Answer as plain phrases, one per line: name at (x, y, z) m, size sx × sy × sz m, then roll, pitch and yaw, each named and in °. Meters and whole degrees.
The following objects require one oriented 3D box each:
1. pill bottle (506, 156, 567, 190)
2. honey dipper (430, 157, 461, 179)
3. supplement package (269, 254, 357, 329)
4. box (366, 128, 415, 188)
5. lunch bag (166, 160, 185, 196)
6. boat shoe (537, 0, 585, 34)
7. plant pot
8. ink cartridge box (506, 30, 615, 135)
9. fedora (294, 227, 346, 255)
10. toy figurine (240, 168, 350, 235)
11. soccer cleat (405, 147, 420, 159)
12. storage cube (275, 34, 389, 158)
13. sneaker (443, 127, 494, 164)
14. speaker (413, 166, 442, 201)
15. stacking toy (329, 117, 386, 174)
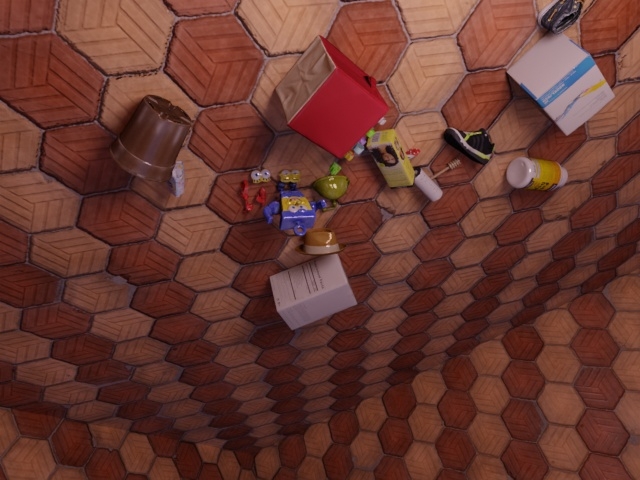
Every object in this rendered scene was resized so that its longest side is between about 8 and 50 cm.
pill bottle at (0.809, -0.244, 1.652) m, size 0.214 × 0.117 × 0.117 m, roll 1°, pitch 136°, yaw -23°
honey dipper at (0.422, -0.236, 1.577) m, size 0.160 × 0.031 × 0.030 m, roll -35°, pitch 138°, yaw 21°
supplement package at (-0.028, 0.201, 1.784) m, size 0.292 × 0.175 × 0.178 m, roll -22°, pitch 139°, yaw 3°
box at (0.232, -0.256, 1.432) m, size 0.087 × 0.058 × 0.232 m, roll -2°, pitch 150°, yaw 31°
lunch bag at (-0.414, -0.176, 1.268) m, size 0.053 × 0.083 × 0.071 m, roll -5°, pitch 139°, yaw -17°
boat shoe at (0.678, -0.634, 1.178) m, size 0.065 × 0.083 × 0.183 m, roll 21°, pitch 126°, yaw -38°
plant pot at (-0.417, -0.262, 1.120) m, size 0.166 × 0.167 × 0.165 m, roll 20°, pitch 119°, yaw -38°
ink cartridge box at (0.713, -0.464, 1.318) m, size 0.232 × 0.171 × 0.168 m, roll 22°, pitch 126°, yaw -38°
fedora at (0.000, 0.000, 1.605) m, size 0.194 × 0.194 × 0.079 m, roll -7°, pitch 103°, yaw -14°
toy figurine at (-0.062, -0.084, 1.411) m, size 0.362 × 0.217 × 0.191 m, roll -2°, pitch 138°, yaw -19°
soccer cleat at (0.292, -0.281, 1.476) m, size 0.083 × 0.029 × 0.036 m, roll -20°, pitch 150°, yaw 6°
storage cube at (0.026, -0.367, 1.147) m, size 0.193 × 0.184 × 0.215 m, roll 24°, pitch 125°, yaw -38°
sneaker at (0.499, -0.337, 1.474) m, size 0.234 × 0.084 × 0.097 m, roll 21°, pitch 102°, yaw -39°
speaker at (0.369, -0.195, 1.557) m, size 0.055 × 0.055 × 0.136 m, roll -39°, pitch 122°, yaw 23°
stacking toy at (0.109, -0.278, 1.276) m, size 0.052 × 0.221 × 0.167 m, roll 38°, pitch 120°, yaw -9°
